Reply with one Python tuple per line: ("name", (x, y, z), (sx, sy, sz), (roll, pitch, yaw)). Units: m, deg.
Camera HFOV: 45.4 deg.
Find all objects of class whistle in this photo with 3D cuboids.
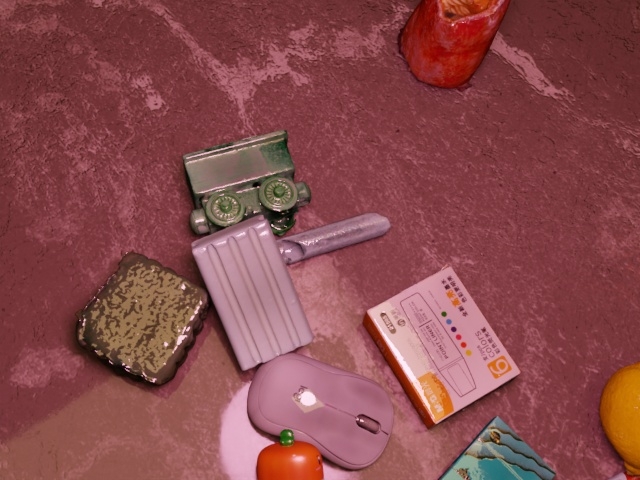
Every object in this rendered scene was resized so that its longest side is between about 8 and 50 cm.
("whistle", (0.000, 0.000, 1.652), (0.312, 0.062, 0.062), (-17, 72, -12))

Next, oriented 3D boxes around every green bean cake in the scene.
("green bean cake", (-0.354, 0.159, 1.523), (0.223, 0.125, 0.227), (29, 71, 3))

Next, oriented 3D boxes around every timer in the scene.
("timer", (-0.057, 0.412, 1.419), (0.136, 0.099, 0.136), (-2, 82, 14))

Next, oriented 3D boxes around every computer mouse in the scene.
("computer mouse", (0.004, 0.325, 1.501), (0.297, 0.121, 0.184), (25, 67, 5))

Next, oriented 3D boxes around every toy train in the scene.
("toy train", (-0.158, -0.103, 1.630), (0.266, 0.145, 0.201), (-16, 69, -12))

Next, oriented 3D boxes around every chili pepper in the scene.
("chili pepper", (0.305, -0.519, 1.752), (0.229, 0.305, 0.251), (35, 72, 10))

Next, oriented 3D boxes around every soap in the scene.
("soap", (-0.135, 0.102, 1.517), (0.160, 0.087, 0.265), (-23, 103, -8))

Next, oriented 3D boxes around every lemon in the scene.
("lemon", (0.651, 0.349, 1.523), (0.187, 0.187, 0.244), (9, 83, -3))

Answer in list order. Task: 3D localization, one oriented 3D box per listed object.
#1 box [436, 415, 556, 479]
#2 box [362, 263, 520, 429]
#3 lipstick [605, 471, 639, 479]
("box", (0.334, 0.485, 1.515), (0.226, 0.042, 0.161), (-42, 80, -17))
("box", (0.247, 0.219, 1.579), (0.221, 0.091, 0.274), (-29, 74, -15))
("lipstick", (0.533, 0.517, 1.515), (0.274, 0.061, 0.068), (-19, 70, -18))
